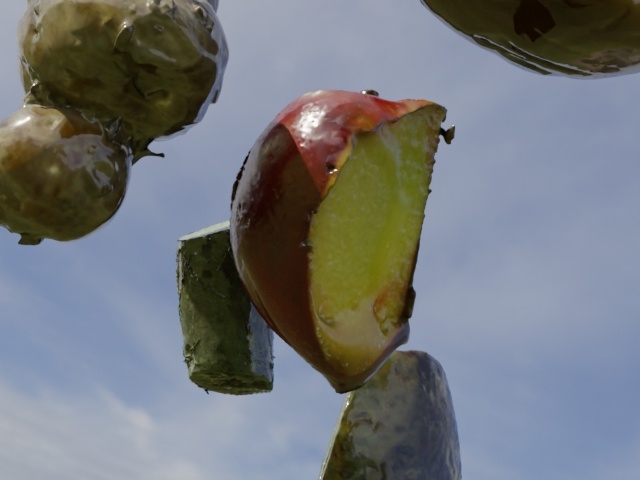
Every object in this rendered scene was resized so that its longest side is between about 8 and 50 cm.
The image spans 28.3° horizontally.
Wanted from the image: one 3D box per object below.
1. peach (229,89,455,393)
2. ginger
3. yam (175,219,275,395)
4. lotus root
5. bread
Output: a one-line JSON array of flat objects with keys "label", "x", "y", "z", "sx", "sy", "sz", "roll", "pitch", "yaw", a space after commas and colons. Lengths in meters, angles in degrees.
[{"label": "peach", "x": -0.004, "y": -0.004, "z": 1.128, "sx": 0.159, "sy": 0.267, "sz": 0.154, "roll": -3, "pitch": 17, "yaw": -38}, {"label": "ginger", "x": -0.183, "y": -0.182, "z": 1.127, "sx": 0.176, "sy": 0.375, "sz": 0.256, "roll": 29, "pitch": -50, "yaw": -22}, {"label": "yam", "x": -0.092, "y": 0.064, "z": 1.262, "sx": 0.107, "sy": 0.183, "sz": 0.107, "roll": -5, "pitch": -5, "yaw": 0}, {"label": "lotus root", "x": 0.077, "y": 0.275, "z": 1.431, "sx": 0.210, "sy": 0.314, "sz": 0.142, "roll": 12, "pitch": -23, "yaw": -13}, {"label": "bread", "x": 0.240, "y": -0.289, "z": 1.266, "sx": 0.279, "sy": 0.225, "sz": 0.250, "roll": 25, "pitch": -15, "yaw": -28}]
